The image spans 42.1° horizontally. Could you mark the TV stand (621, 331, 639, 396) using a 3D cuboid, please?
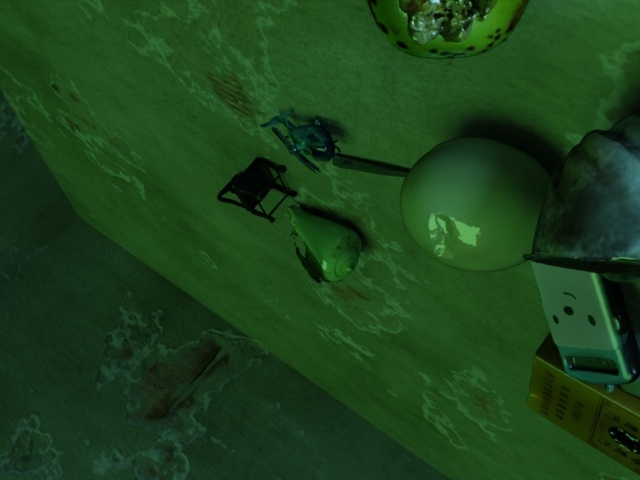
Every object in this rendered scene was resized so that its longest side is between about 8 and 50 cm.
[{"bbox_3d":[0.656,0.253,1.426,0.270,0.088,0.082,19,150,45],"label":"TV stand"}]

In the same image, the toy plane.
[{"bbox_3d":[-0.035,-0.209,1.701,0.235,0.096,0.060,45,164,45],"label":"toy plane"}]

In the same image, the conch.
[{"bbox_3d":[-0.002,0.019,2.011,0.251,0.137,0.143,17,149,46],"label":"conch"}]

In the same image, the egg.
[{"bbox_3d":[0.251,-0.057,1.338,0.269,0.219,0.219,4,139,37],"label":"egg"}]

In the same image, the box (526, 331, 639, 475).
[{"bbox_3d":[0.618,0.345,1.626,0.415,0.116,0.264,31,155,26],"label":"box"}]

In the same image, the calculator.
[{"bbox_3d":[0.464,0.132,1.458,0.173,0.051,0.293,-7,105,60],"label":"calculator"}]

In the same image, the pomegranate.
[{"bbox_3d":[0.145,-0.330,0.963,0.231,0.231,0.286,40,-169,3],"label":"pomegranate"}]

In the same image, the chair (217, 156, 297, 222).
[{"bbox_3d":[-0.179,-0.138,2.052,0.229,0.106,0.113,22,152,37],"label":"chair"}]

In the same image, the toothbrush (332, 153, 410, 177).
[{"bbox_3d":[0.122,-0.140,1.655,0.297,0.031,0.030,18,122,48],"label":"toothbrush"}]

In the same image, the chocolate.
[{"bbox_3d":[0.425,-0.054,1.068,0.303,0.212,0.303,9,178,0],"label":"chocolate"}]
